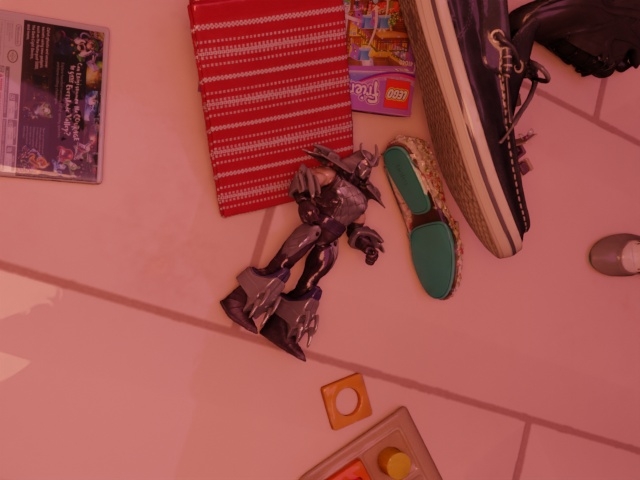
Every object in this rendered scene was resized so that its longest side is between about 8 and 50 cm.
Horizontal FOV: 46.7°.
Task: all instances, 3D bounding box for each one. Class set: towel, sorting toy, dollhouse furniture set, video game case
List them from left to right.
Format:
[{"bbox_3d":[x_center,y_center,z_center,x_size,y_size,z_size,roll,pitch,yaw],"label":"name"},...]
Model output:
[{"bbox_3d":[-0.337,-0.166,0.858,0.173,0.022,0.191,4,85,-24],"label":"video game case"},{"bbox_3d":[-0.053,-0.177,0.924,0.198,0.031,0.275,-15,117,-20],"label":"towel"},{"bbox_3d":[0.086,0.351,1.009,0.196,0.047,0.348,-31,100,-23],"label":"sorting toy"},{"bbox_3d":[0.272,-0.118,1.099,0.114,0.081,0.091,-37,102,-22],"label":"dollhouse furniture set"}]

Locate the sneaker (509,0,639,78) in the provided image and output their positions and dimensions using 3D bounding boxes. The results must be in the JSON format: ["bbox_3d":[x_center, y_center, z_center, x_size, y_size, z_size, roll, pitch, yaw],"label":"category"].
[{"bbox_3d":[0.414,-0.319,1.160,0.286,0.109,0.130,-7,95,-26],"label":"sneaker"}]

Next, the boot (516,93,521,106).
[{"bbox_3d":[0.212,-0.286,1.084,0.189,0.076,0.209,-20,103,-38],"label":"boot"}]

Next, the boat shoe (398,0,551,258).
[{"bbox_3d":[0.203,-0.222,0.932,0.155,0.187,0.500,-15,97,-1],"label":"boat shoe"}]

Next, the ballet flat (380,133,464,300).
[{"bbox_3d":[0.159,-0.038,1.047,0.077,0.091,0.241,-26,103,-46],"label":"ballet flat"}]

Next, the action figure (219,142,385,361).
[{"bbox_3d":[0.000,0.000,0.944,0.185,0.099,0.285,34,86,-37],"label":"action figure"}]

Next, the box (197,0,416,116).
[{"bbox_3d":[-0.006,-0.278,0.975,0.293,0.057,0.201,3,98,-24],"label":"box"}]

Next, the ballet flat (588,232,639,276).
[{"bbox_3d":[0.543,0.025,1.222,0.213,0.068,0.072,3,86,-24],"label":"ballet flat"}]
